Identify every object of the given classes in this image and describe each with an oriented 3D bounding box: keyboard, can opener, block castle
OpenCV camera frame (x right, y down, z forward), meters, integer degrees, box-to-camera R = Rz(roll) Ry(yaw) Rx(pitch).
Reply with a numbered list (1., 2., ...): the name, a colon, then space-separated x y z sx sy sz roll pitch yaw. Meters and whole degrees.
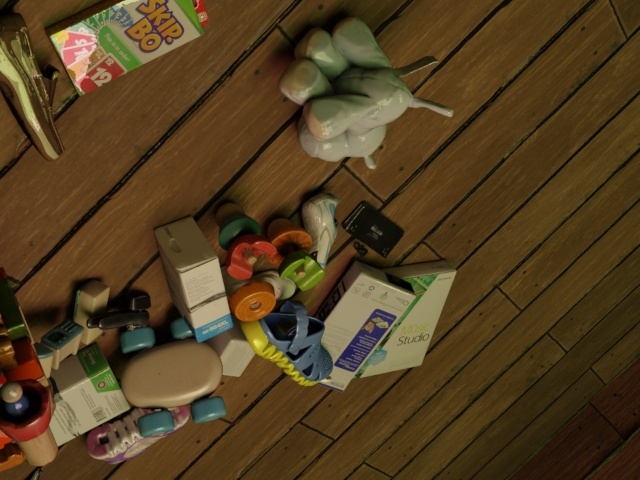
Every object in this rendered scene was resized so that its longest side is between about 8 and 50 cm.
1. keyboard: 0.114 -0.013 2.117 0.108 0.023 0.180 -52 136 4
2. can opener: -0.401 0.152 1.825 0.186 0.059 0.073 -14 97 -64
3. block castle: -0.610 0.178 1.441 0.303 0.453 0.212 -21 143 -19

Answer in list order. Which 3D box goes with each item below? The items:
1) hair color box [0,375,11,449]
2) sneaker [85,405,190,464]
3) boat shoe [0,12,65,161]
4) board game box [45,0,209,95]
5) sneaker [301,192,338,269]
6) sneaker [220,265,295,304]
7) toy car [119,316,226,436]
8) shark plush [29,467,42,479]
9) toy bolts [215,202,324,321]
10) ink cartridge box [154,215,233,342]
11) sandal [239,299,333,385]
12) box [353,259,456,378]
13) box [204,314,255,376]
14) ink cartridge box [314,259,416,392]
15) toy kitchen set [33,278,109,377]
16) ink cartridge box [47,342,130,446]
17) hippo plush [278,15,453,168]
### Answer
1. hair color box: -0.641 0.355 1.801 0.053 0.093 0.167 2 130 -49
2. sneaker: -0.407 0.437 2.085 0.237 0.095 0.104 -23 143 -11
3. boat shoe: -0.452 -0.241 1.460 0.095 0.095 0.257 -33 138 -16
4. board game box: -0.307 -0.349 1.516 0.259 0.039 0.124 -32 138 -13
5. sneaker: 0.000 0.000 2.002 0.086 0.085 0.237 -23 139 -29
6. sneaker: -0.132 0.115 1.995 0.212 0.094 0.080 9 118 -41
7. toy car: -0.315 0.302 1.979 0.210 0.219 0.238 -14 165 -10
8. shark plush: -0.676 0.569 2.029 0.161 0.073 0.067 -41 108 8
9. toy bolts: -0.142 0.027 1.874 0.218 0.158 0.228 -39 141 12
10. ink cartridge box: -0.252 0.077 1.834 0.086 0.148 0.203 -22 136 -18
11. sandal: -0.042 0.225 2.040 0.138 0.126 0.317 -34 146 10
12. box: 0.197 0.201 2.333 0.232 0.058 0.321 -7 127 -31
13. box: -0.207 0.230 2.033 0.087 0.101 0.102 17 115 -43
14. ink cartridge box: 0.068 0.210 2.198 0.165 0.065 0.332 23 116 -26
15. toy kitchen set: -0.536 0.145 1.756 0.207 0.166 0.122 -46 158 -56
16. ink cartridge box: -0.521 0.328 1.903 0.208 0.087 0.153 -27 137 -16
17. hippo plush: 0.059 -0.272 1.760 0.294 0.234 0.236 -10 163 -10
